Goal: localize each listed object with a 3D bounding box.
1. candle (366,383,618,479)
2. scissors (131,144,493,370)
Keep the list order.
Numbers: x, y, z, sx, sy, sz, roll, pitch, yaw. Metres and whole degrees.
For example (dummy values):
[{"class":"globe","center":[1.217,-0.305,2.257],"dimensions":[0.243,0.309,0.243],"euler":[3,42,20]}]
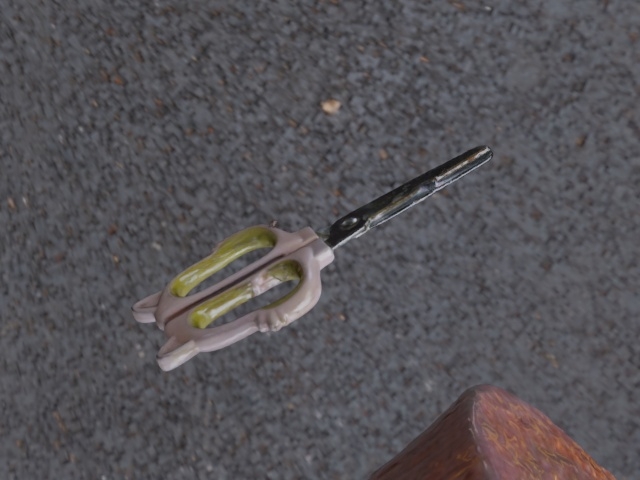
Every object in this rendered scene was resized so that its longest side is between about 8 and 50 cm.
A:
[{"class":"candle","center":[0.181,0.236,0.756],"dimensions":[0.131,0.317,0.287],"euler":[-41,150,18]},{"class":"scissors","center":[0.000,0.000,1.026],"dimensions":[0.317,0.160,0.024],"euler":[-29,119,-8]}]
